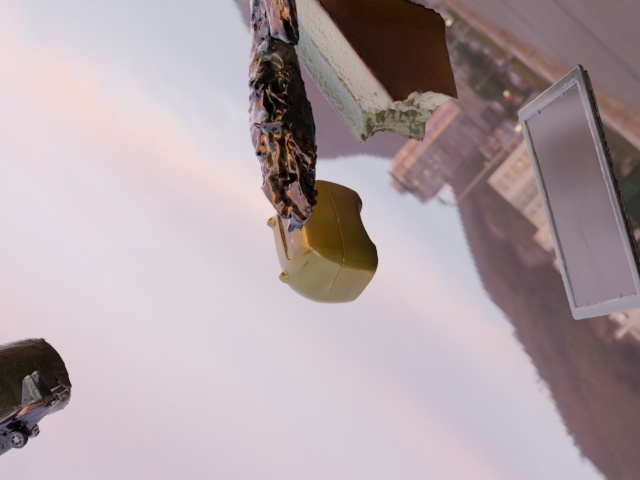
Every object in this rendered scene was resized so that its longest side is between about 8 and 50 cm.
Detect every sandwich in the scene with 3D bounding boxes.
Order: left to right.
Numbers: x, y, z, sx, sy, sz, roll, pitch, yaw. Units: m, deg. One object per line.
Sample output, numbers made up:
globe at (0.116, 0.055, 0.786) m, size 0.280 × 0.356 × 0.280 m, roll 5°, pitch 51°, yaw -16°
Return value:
sandwich at (0.056, -0.228, 1.487) m, size 0.220 × 0.108 × 0.186 m, roll 13°, pitch -126°, yaw -25°

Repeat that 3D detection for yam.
yam at (-0.612, 0.279, 2.116) m, size 0.168 × 0.168 × 0.304 m, roll 46°, pitch -152°, yaw 18°

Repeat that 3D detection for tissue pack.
tissue pack at (0.000, 0.000, 1.665) m, size 0.127 × 0.123 × 0.178 m, roll 9°, pitch -137°, yaw -25°

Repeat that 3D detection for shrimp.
shrimp at (-0.043, -0.181, 1.207) m, size 0.233 × 0.071 × 0.365 m, roll 92°, pitch 172°, yaw -50°

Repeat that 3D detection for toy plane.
toy plane at (-0.543, 0.327, 1.889) m, size 0.088 × 0.267 × 0.212 m, roll 53°, pitch -176°, yaw 0°

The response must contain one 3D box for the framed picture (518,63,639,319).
framed picture at (0.300, -0.047, 1.321) m, size 0.217 × 0.017 × 0.274 m, roll 147°, pitch 109°, yaw -79°
